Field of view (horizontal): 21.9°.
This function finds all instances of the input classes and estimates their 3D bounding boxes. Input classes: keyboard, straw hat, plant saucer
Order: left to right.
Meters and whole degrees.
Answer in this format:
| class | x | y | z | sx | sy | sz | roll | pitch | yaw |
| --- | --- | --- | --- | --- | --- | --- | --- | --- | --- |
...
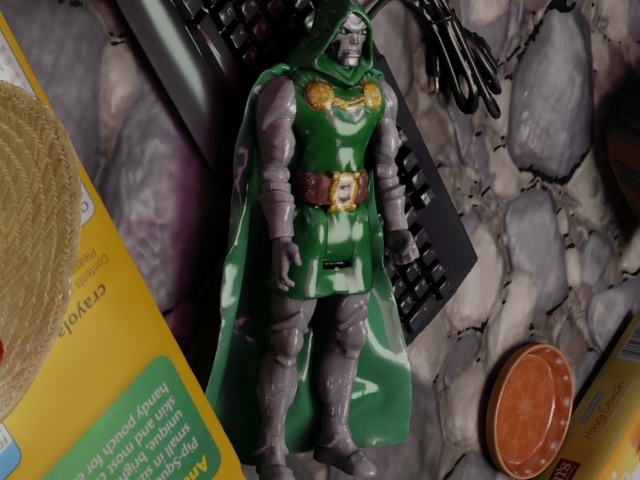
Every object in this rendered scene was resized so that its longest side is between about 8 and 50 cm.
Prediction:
| class | x | y | z | sx | sy | sz | roll | pitch | yaw |
| --- | --- | --- | --- | --- | --- | --- | --- | --- | --- |
| straw hat | -0.144 | 0.006 | 0.515 | 0.144 | 0.061 | 0.145 | -34 | 139 | -36 |
| keyboard | 0.014 | -0.092 | 0.824 | 0.201 | 0.033 | 0.317 | -53 | 133 | -28 |
| plant saucer | 0.125 | 0.103 | 1.003 | 0.083 | 0.013 | 0.084 | -14 | 109 | -47 |

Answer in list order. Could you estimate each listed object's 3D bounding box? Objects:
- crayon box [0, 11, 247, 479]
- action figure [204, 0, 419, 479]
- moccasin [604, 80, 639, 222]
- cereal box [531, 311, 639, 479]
| class | x | y | z | sx | sy | sz | roll | pitch | yaw |
| --- | --- | --- | --- | --- | --- | --- | --- | --- | --- |
| crayon box | -0.156 | 0.072 | 0.624 | 0.203 | 0.083 | 0.323 | -47 | 129 | -31 |
| action figure | 0.000 | 0.000 | 0.779 | 0.137 | 0.063 | 0.232 | -7 | 107 | -35 |
| moccasin | 0.338 | -0.122 | 1.102 | 0.380 | 0.139 | 0.147 | -49 | 131 | -30 |
| cereal box | 0.226 | 0.189 | 1.109 | 0.173 | 0.047 | 0.240 | -54 | 133 | -27 |
